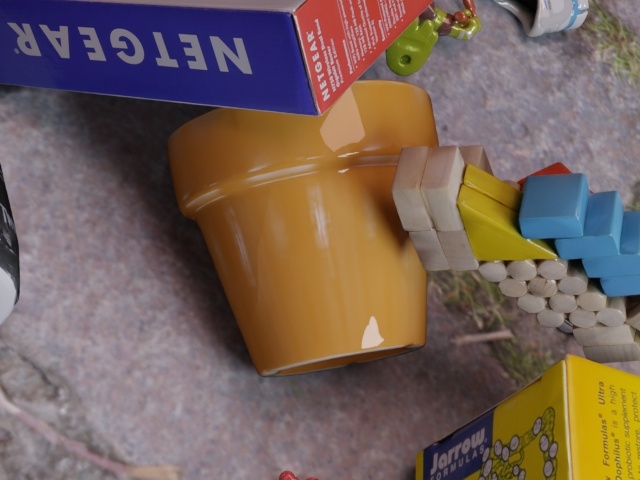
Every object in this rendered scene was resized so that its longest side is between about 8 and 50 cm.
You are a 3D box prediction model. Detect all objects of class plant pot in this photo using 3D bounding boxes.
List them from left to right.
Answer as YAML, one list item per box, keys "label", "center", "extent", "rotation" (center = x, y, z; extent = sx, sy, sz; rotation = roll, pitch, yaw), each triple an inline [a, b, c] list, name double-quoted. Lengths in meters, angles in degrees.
- label: "plant pot"
  center: [0.000, 0.000, 1.057]
  extent: [0.205, 0.205, 0.187]
  rotation: [-5, 79, -31]

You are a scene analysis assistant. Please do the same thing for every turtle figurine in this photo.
- label: "turtle figurine"
  center: [0.040, -0.243, 1.280]
  extent: [0.269, 0.087, 0.217]
  rotation: [41, 27, -19]

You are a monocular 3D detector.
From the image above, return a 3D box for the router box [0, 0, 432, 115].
- label: "router box"
  center: [-0.069, -0.219, 1.082]
  extent: [0.335, 0.082, 0.301]
  rotation: [9, 40, 32]

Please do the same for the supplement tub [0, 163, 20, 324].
- label: "supplement tub"
  center: [-0.325, -0.092, 0.915]
  extent: [0.207, 0.207, 0.338]
  rotation: [-3, 62, -30]

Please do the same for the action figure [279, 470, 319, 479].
- label: "action figure"
  center: [0.017, 0.205, 1.034]
  extent: [0.115, 0.030, 0.038]
  rotation: [34, 55, -3]

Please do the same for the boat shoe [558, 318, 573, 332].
- label: "boat shoe"
  center: [0.189, 0.021, 1.234]
  extent: [0.142, 0.040, 0.049]
  rotation: [43, 50, 1]

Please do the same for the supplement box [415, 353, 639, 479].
- label: "supplement box"
  center: [0.268, 0.248, 1.025]
  extent: [0.357, 0.194, 0.195]
  rotation: [18, 54, -22]

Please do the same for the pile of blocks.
- label: "pile of blocks"
  center: [0.218, 0.006, 1.004]
  extent: [0.362, 0.149, 0.112]
  rotation: [31, 48, -17]

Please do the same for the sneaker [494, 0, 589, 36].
- label: "sneaker"
  center: [0.188, -0.285, 1.410]
  extent: [0.083, 0.071, 0.190]
  rotation: [-27, 76, -32]
